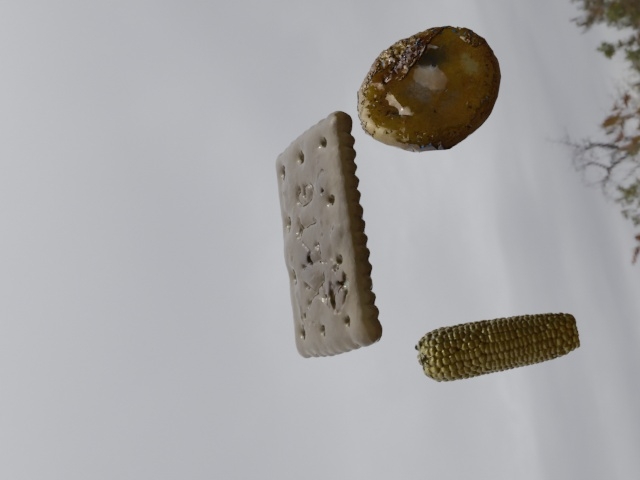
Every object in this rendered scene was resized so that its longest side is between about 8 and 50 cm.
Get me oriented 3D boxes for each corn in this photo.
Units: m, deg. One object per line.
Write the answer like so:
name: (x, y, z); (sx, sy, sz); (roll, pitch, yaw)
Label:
corn: (0.285, 0.169, 1.259); (0.091, 0.260, 0.091); (-81, -22, -77)

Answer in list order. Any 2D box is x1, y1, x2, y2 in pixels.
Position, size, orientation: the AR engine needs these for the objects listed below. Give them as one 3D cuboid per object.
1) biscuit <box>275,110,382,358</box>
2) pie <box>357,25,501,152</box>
biscuit: (0.000, 0.000, 1.095); (0.044, 0.217, 0.325); (0, -102, -30)
pie: (0.192, -0.273, 1.406); (0.069, 0.273, 0.273); (56, -155, -65)
